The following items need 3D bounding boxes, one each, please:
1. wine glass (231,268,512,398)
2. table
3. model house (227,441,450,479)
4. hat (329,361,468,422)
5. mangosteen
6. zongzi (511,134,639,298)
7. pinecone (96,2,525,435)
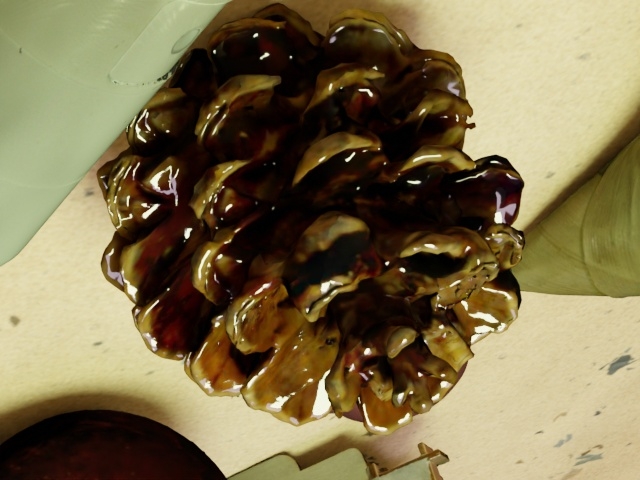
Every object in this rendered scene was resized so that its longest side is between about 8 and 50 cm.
[{"bbox_3d":[0.016,0.030,1.068,0.222,0.103,0.103,-27,149,8],"label":"wine glass"},{"bbox_3d":[-0.145,-0.095,0.735,0.126,0.126,0.220,10,136,-43],"label":"table"},{"bbox_3d":[0.006,0.314,1.463,0.326,0.169,0.244,-26,157,9],"label":"model house"},{"bbox_3d":[0.058,0.092,1.201,0.205,0.089,0.205,-17,148,-11],"label":"hat"},{"bbox_3d":[-0.197,0.273,1.158,0.297,0.293,0.297,-13,111,-39],"label":"mangosteen"},{"bbox_3d":[0.243,-0.024,1.057,0.317,0.154,0.289,-20,163,14],"label":"zongzi"},{"bbox_3d":[0.008,-0.006,0.861,0.243,0.257,0.243,-37,143,-36],"label":"pinecone"}]
